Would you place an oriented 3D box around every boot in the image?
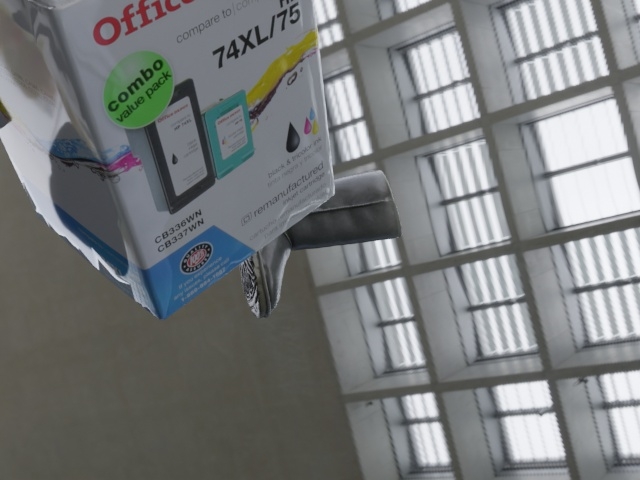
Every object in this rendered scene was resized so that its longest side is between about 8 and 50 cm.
[{"bbox_3d":[0.001,0.000,1.018,0.076,0.209,0.189,128,-44,-61],"label":"boot"}]

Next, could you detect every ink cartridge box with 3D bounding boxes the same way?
[{"bbox_3d":[-0.133,-0.126,0.616,0.197,0.198,0.270,33,-32,33],"label":"ink cartridge box"}]
